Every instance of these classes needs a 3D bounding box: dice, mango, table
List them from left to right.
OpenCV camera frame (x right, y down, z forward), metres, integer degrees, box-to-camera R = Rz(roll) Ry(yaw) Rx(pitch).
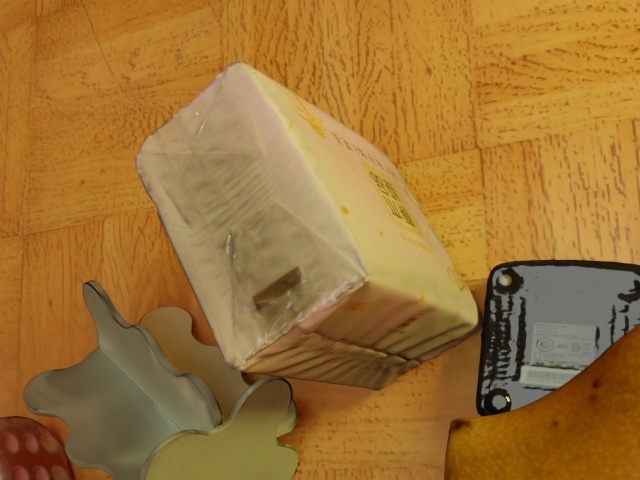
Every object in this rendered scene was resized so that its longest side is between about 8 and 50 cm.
[{"bbox_3d":[-0.297,0.224,0.847,0.091,0.093,0.094,-35,65,17],"label":"dice"},{"bbox_3d":[-0.136,0.134,0.753,0.198,0.166,0.166,33,95,38],"label":"table"},{"bbox_3d":[0.231,0.136,0.548,0.359,0.144,0.187,-33,81,20],"label":"mango"}]

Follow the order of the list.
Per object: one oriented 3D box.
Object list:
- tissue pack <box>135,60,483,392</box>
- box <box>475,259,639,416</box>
[{"bbox_3d":[0.000,0.000,0.662,0.124,0.225,0.185,-35,65,17],"label":"tissue pack"},{"bbox_3d":[0.179,0.075,0.663,0.126,0.027,0.125,0,78,28],"label":"box"}]
